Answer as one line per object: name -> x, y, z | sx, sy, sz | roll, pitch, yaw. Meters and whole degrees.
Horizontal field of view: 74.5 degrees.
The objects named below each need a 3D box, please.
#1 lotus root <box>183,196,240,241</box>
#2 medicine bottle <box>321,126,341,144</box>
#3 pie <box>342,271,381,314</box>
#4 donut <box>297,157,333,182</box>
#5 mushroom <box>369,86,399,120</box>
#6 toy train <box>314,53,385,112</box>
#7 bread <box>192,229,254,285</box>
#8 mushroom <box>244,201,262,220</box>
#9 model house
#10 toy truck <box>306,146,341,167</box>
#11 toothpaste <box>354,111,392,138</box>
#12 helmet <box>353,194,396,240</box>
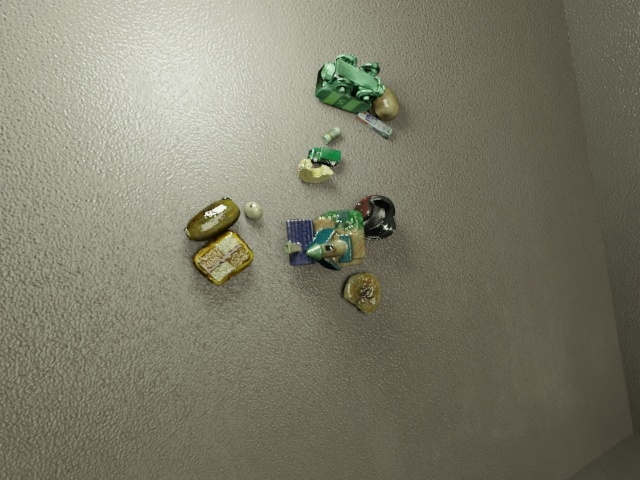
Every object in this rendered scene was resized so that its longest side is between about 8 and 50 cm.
lotus root -> -0.432, -0.079, 1.701 | 0.241, 0.124, 0.123 | -38, 103, -17
medicine bottle -> 0.051, -0.483, 1.937 | 0.083, 0.047, 0.047 | -39, 105, -17
pie -> 0.207, 0.243, 2.017 | 0.218, 0.052, 0.185 | 35, 73, -22
donut -> -0.036, -0.307, 1.878 | 0.166, 0.108, 0.065 | 11, 62, -31
mushroom -> 0.298, -0.646, 1.993 | 0.166, 0.127, 0.166 | 24, 61, -52
toy train -> 0.128, -0.690, 1.860 | 0.299, 0.238, 0.166 | 13, 80, -24
bread -> -0.397, 0.074, 1.732 | 0.222, 0.096, 0.181 | -39, 107, -16
mushroom -> -0.281, -0.131, 1.799 | 0.085, 0.085, 0.079 | 55, 38, -15
model house -> 0.000, 0.000, 1.786 | 0.280, 0.312, 0.245 | -6, 97, -24
toy truck -> 0.014, -0.378, 1.914 | 0.147, 0.065, 0.079 | 6, 87, -23
toothpaste -> 0.258, -0.560, 2.026 | 0.196, 0.040, 0.047 | 27, 77, -21
helmet -> 0.245, -0.107, 1.946 | 0.189, 0.193, 0.216 | 32, 90, -24
